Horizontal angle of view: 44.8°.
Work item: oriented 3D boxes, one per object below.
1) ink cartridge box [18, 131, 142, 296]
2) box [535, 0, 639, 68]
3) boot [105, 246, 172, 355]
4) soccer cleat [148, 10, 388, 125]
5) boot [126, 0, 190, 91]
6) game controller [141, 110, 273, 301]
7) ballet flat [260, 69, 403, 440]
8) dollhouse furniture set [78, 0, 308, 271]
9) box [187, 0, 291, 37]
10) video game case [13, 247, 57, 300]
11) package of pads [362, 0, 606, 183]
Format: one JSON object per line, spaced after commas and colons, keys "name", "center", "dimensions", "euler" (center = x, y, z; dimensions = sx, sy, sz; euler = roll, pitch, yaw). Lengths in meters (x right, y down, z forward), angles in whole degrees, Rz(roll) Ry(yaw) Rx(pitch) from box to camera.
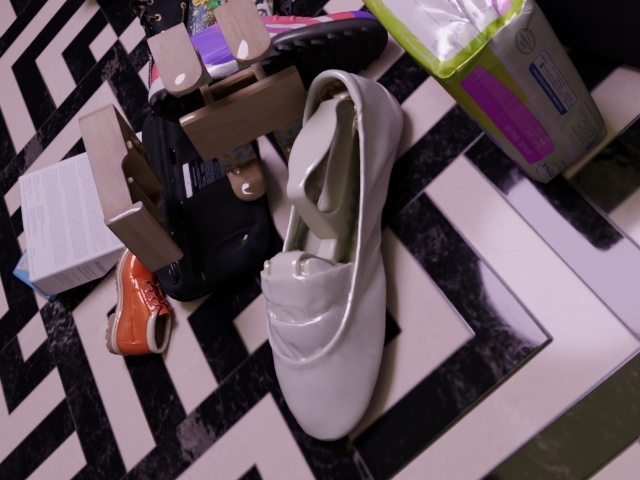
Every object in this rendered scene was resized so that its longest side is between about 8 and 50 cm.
{"name": "ink cartridge box", "center": [-0.312, -0.045, 1.118], "dimensions": [0.232, 0.066, 0.189], "euler": [-18, 60, -1]}
{"name": "box", "center": [0.342, -0.304, 0.663], "dimensions": [0.294, 0.183, 0.296], "euler": [33, 91, 42]}
{"name": "boot", "center": [-0.221, 0.071, 1.001], "dimensions": [0.085, 0.059, 0.157], "euler": [-2, 78, 33]}
{"name": "soccer cleat", "center": [-0.073, -0.240, 0.967], "dimensions": [0.318, 0.108, 0.116], "euler": [-13, 64, 21]}
{"name": "boot", "center": [-0.258, -0.333, 1.118], "dimensions": [0.085, 0.179, 0.236], "euler": [-11, 64, 33]}
{"name": "game controller", "center": [-0.154, -0.079, 1.021], "dimensions": [0.167, 0.067, 0.319], "euler": [-20, 59, 12]}
{"name": "ballet flat", "center": [0.000, 0.000, 0.816], "dimensions": [0.139, 0.139, 0.400], "euler": [-3, 69, 36]}
{"name": "dollhouse furniture set", "center": [-0.120, -0.101, 0.852], "dimensions": [0.242, 0.212, 0.161], "euler": [-25, 58, 1]}
{"name": "box", "center": [-0.117, -0.348, 1.109], "dimensions": [0.159, 0.044, 0.233], "euler": [-16, 62, 31]}
{"name": "video game case", "center": [-0.404, -0.003, 1.192], "dimensions": [0.119, 0.015, 0.166], "euler": [23, 85, 40]}
{"name": "package of pads", "center": [0.126, -0.214, 0.751], "dimensions": [0.101, 0.229, 0.296], "euler": [-42, 51, 14]}
